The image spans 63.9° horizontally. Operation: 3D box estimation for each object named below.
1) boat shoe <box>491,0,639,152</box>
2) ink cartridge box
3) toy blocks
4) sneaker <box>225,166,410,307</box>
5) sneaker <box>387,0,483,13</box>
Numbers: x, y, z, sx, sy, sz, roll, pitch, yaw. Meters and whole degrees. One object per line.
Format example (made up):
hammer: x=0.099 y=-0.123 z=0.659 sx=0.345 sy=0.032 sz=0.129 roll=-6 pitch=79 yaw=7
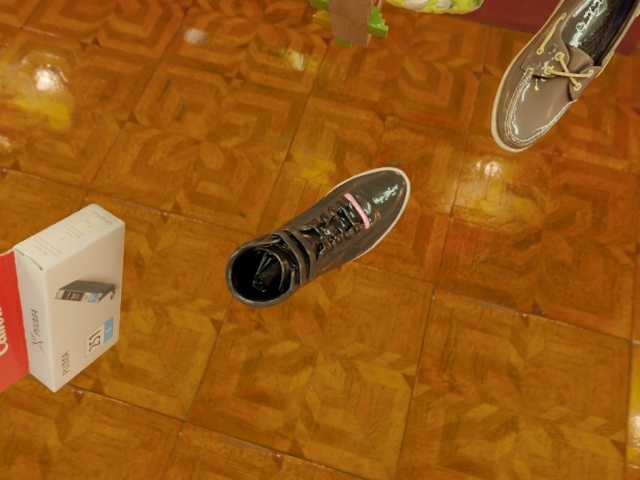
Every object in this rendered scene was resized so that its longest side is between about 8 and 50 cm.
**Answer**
boat shoe: x=0.380 y=-0.284 z=0.784 sx=0.116 sy=0.097 sz=0.324 roll=32 pitch=98 yaw=-7
ink cartridge box: x=-0.408 y=0.122 z=0.741 sx=0.066 sy=0.296 sz=0.261 roll=32 pitch=41 yaw=13
toy blocks: x=0.110 y=-0.642 z=1.200 sx=0.191 sy=0.381 sz=0.261 roll=20 pitch=91 yaw=4
sneaker: x=0.000 y=0.001 z=0.677 sx=0.296 sy=0.147 sz=0.104 roll=-34 pitch=91 yaw=3
sneaker: x=0.158 y=-0.429 z=0.876 sx=0.240 sy=0.126 sz=0.091 roll=1 pitch=105 yaw=-29
